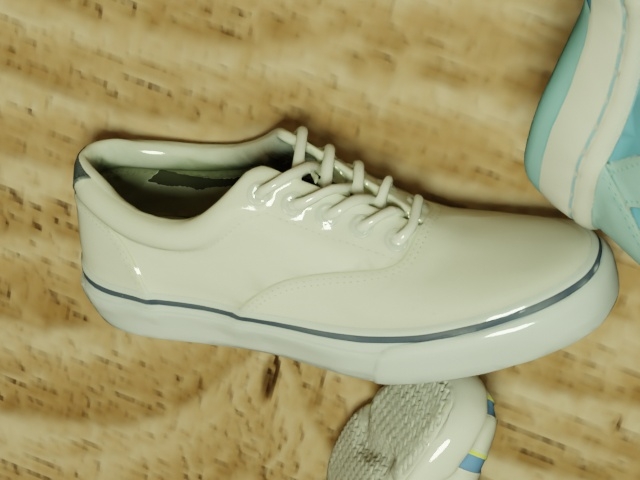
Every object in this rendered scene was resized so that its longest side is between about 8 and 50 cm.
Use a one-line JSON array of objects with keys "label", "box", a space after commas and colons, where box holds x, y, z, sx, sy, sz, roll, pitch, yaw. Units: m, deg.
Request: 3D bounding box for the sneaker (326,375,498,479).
[{"label": "sneaker", "box": [0.054, 0.159, 0.933, 0.126, 0.091, 0.240, 20, 130, -16]}]

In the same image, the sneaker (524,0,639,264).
[{"label": "sneaker", "box": [0.189, -0.048, 0.612, 0.208, 0.127, 0.319, 44, 163, 16]}]

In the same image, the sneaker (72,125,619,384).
[{"label": "sneaker", "box": [0.000, 0.000, 0.821, 0.258, 0.094, 0.091, 1, 128, 22]}]
